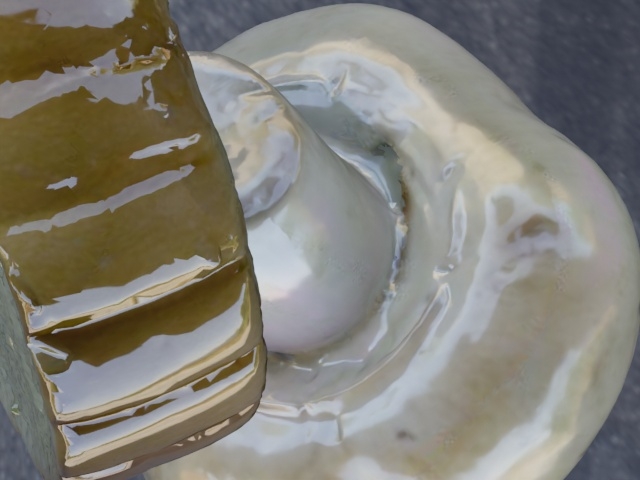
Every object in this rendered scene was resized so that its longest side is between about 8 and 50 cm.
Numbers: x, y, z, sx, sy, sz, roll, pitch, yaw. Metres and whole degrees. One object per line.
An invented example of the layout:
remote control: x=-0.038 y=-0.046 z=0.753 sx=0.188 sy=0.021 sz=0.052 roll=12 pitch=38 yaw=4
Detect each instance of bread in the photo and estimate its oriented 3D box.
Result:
bread: x=-0.085 y=-0.041 z=0.562 sx=0.070 sy=0.236 sz=0.236 roll=-20 pitch=111 yaw=-14

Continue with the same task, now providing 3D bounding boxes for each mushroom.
mushroom: x=0.021 y=0.010 z=1.164 sx=0.325 sy=0.353 sz=0.353 roll=-3 pitch=109 yaw=-9
